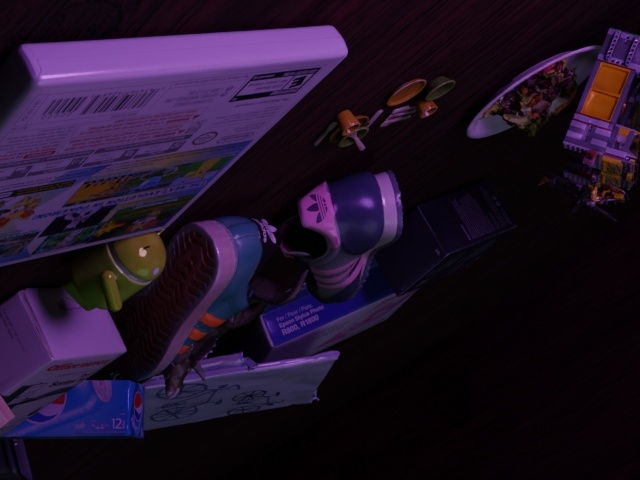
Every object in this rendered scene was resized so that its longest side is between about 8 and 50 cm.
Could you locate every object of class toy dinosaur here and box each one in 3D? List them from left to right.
[{"bbox_3d":[-0.139,0.088,1.585,0.313,0.121,0.160,-41,175,26],"label":"toy dinosaur"}]

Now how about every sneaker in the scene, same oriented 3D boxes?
[{"bbox_3d":[-0.147,0.072,1.442,0.121,0.108,0.302,-12,157,-42],"label":"sneaker"},{"bbox_3d":[0.000,0.000,1.550,0.131,0.112,0.319,-7,158,-17],"label":"sneaker"}]

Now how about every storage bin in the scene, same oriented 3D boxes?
[{"bbox_3d":[-0.470,0.320,1.762,0.091,0.098,0.135,-16,165,-9],"label":"storage bin"}]

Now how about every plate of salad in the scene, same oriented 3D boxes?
[{"bbox_3d":[0.273,-0.175,1.534,0.200,0.048,0.200,-27,167,-7],"label":"plate of salad"}]

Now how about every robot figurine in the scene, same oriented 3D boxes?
[{"bbox_3d":[-0.202,0.025,1.229,0.115,0.067,0.101,-34,-164,25],"label":"robot figurine"}]

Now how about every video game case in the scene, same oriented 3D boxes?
[{"bbox_3d":[-0.174,-0.069,1.005,0.329,0.036,0.300,-16,162,-49],"label":"video game case"}]

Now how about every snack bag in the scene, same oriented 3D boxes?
[{"bbox_3d":[-0.149,0.247,2.078,0.342,0.037,0.323,-8,160,-13],"label":"snack bag"}]

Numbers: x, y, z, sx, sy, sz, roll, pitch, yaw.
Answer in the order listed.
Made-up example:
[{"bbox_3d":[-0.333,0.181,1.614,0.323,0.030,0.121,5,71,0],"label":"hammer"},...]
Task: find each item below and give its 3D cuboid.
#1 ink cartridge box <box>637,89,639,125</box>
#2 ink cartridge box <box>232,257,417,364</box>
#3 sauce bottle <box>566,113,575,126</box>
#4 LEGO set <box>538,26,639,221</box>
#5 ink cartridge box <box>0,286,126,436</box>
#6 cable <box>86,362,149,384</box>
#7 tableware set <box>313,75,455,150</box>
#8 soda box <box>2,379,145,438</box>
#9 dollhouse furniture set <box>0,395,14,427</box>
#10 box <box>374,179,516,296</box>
[{"bbox_3d":[0.534,-0.247,1.602,0.207,0.119,0.353,-29,159,-4],"label":"ink cartridge box"},{"bbox_3d":[0.025,0.120,2.100,0.324,0.071,0.330,-23,167,-24],"label":"ink cartridge box"},{"bbox_3d":[0.416,-0.198,1.776,0.128,0.042,0.042,-28,167,3],"label":"sauce bottle"},{"bbox_3d":[0.412,-0.094,1.508,0.331,0.255,0.192,81,33,-71],"label":"LEGO set"},{"bbox_3d":[-0.337,0.139,1.337,0.208,0.087,0.153,-34,167,18],"label":"ink cartridge box"},{"bbox_3d":[-0.275,0.203,1.811,0.150,0.047,0.184,-38,165,34],"label":"cable"},{"bbox_3d":[0.073,-0.134,1.314,0.154,0.024,0.104,-19,163,-38],"label":"tableware set"},{"bbox_3d":[-0.319,0.202,1.465,0.210,0.067,0.071,-2,168,7],"label":"soda box"},{"bbox_3d":[-0.502,0.159,1.176,0.303,0.174,0.355,-38,-159,-22],"label":"dollhouse furniture set"},{"bbox_3d":[0.190,-0.004,1.914,0.158,0.093,0.156,-21,165,-36],"label":"box"}]
